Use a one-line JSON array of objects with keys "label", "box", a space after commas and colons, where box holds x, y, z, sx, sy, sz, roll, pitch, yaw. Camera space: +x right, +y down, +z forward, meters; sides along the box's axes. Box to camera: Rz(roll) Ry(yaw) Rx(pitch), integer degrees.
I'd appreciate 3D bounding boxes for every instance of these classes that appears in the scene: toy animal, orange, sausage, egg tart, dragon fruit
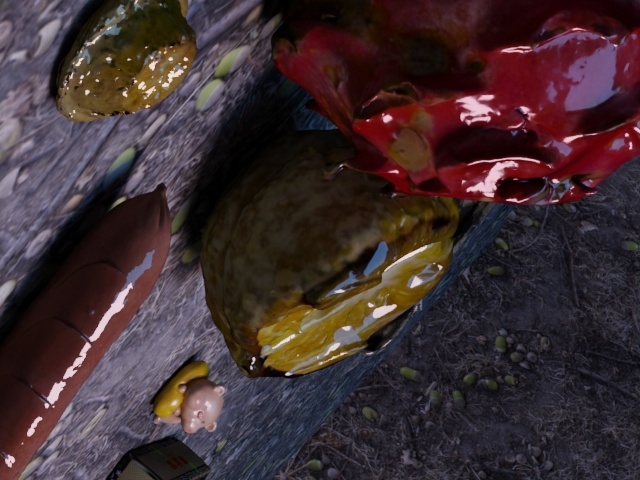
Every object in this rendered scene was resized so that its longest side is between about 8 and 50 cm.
[{"label": "toy animal", "box": [-0.174, 0.224, 1.793, 0.091, 0.082, 0.114, -36, 162, -50]}, {"label": "orange", "box": [0.000, 0.000, 1.404, 0.271, 0.210, 0.368, -26, 163, -9]}, {"label": "sausage", "box": [-0.253, 0.129, 1.154, 0.433, 0.088, 0.088, -55, 169, 11]}, {"label": "egg tart", "box": [-0.127, -0.123, 0.930, 0.129, 0.049, 0.129, -47, 168, -13]}, {"label": "dragon fruit", "box": [0.163, -0.147, 1.182, 0.371, 0.249, 0.386, -13, 174, 22]}]

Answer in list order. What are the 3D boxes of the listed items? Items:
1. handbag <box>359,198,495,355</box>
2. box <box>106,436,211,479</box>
[{"label": "handbag", "box": [0.092, -0.006, 1.858, 0.316, 0.180, 0.416, -53, 180, -4]}, {"label": "box", "box": [-0.303, 0.436, 1.951, 0.310, 0.084, 0.198, -53, 169, 7]}]
